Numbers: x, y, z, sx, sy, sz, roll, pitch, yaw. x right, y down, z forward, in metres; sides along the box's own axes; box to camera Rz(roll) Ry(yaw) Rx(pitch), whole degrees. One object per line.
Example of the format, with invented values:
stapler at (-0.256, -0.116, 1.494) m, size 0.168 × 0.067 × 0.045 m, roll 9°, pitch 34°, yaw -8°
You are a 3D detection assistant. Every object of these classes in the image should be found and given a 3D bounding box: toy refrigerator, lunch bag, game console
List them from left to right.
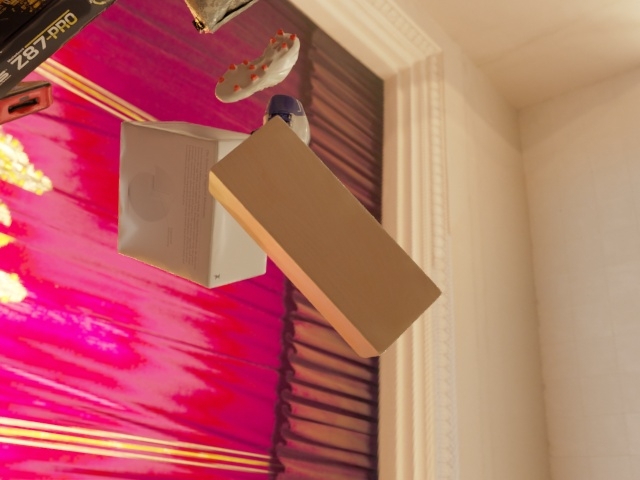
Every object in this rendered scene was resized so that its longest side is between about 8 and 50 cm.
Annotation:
game console at (-0.778, -0.270, 1.325) m, size 0.342 × 0.386 × 0.060 m, roll 5°, pitch -66°, yaw 13°
lunch bag at (-0.290, -0.790, 1.928) m, size 0.305 × 0.256 × 0.212 m, roll -33°, pitch -174°, yaw -3°
toy refrigerator at (0.000, 0.000, 0.747) m, size 0.102 × 0.269 × 0.094 m, roll -43°, pitch 178°, yaw -16°

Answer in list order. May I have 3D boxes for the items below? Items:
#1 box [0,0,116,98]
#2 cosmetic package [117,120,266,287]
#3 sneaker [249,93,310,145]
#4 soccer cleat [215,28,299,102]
box at (-0.517, -0.435, 0.971) m, size 0.318 × 0.097 × 0.395 m, roll -40°, pitch -100°, yaw -3°
cosmetic package at (-0.202, -0.068, 1.059) m, size 0.224 × 0.138 × 0.224 m, roll 17°, pitch -72°, yaw 36°
sneaker at (-0.105, -0.261, 1.685) m, size 0.127 × 0.182 × 0.315 m, roll 3°, pitch -114°, yaw 7°
soccer cleat at (-0.101, -0.285, 1.127) m, size 0.068 × 0.076 × 0.196 m, roll 32°, pitch -119°, yaw 22°
